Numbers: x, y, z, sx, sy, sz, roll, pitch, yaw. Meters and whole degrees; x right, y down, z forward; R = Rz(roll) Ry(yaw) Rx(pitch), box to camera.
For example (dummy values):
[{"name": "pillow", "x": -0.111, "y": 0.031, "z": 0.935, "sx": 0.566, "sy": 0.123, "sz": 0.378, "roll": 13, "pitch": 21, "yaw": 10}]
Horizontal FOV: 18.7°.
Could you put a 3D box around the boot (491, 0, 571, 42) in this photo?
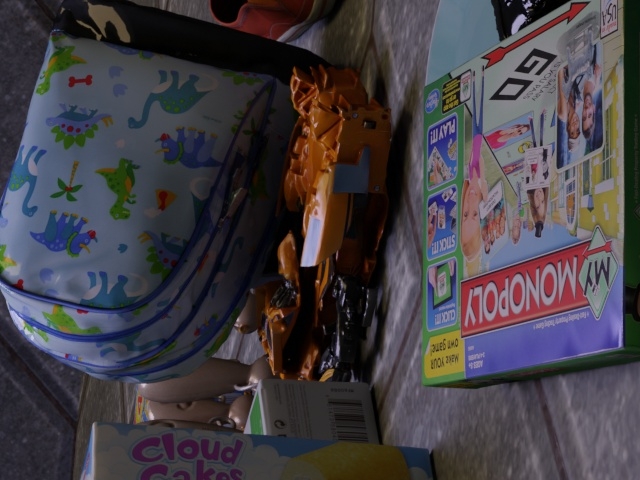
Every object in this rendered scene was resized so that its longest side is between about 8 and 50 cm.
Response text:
[{"name": "boot", "x": 0.142, "y": -0.190, "z": 1.305, "sx": 0.099, "sy": 0.045, "sz": 0.121, "roll": 114, "pitch": 150, "yaw": -59}]

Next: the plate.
[{"name": "plate", "x": 0.115, "y": -0.130, "z": 1.439, "sx": 0.188, "sy": 0.024, "sz": 0.188, "roll": -175, "pitch": 90, "yaw": -77}]

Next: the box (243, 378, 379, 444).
[{"name": "box", "x": -0.008, "y": 0.183, "z": 1.661, "sx": 0.101, "sy": 0.102, "sz": 0.087, "roll": -100, "pitch": 18, "yaw": -44}]

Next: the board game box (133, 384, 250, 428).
[{"name": "board game box", "x": -0.165, "y": 0.311, "z": 2.293, "sx": 0.302, "sy": 0.086, "sz": 0.308, "roll": 172, "pitch": 103, "yaw": -76}]

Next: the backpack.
[{"name": "backpack", "x": -0.171, "y": -0.042, "z": 1.844, "sx": 0.273, "sy": 0.290, "sz": 0.355, "roll": 5, "pitch": -78, "yaw": -78}]

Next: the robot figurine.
[{"name": "robot figurine", "x": 0.000, "y": 0.000, "z": 1.733, "sx": 0.211, "sy": 0.085, "sz": 0.291, "roll": -119, "pitch": 36, "yaw": -69}]

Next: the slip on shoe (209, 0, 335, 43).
[{"name": "slip on shoe", "x": -0.041, "y": -0.281, "z": 1.983, "sx": 0.331, "sy": 0.101, "sz": 0.123, "roll": 146, "pitch": 130, "yaw": -71}]

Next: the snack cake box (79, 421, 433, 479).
[{"name": "snack cake box", "x": -0.056, "y": 0.228, "z": 1.492, "sx": 0.152, "sy": 0.264, "sz": 0.089, "roll": 110, "pitch": 161, "yaw": -45}]

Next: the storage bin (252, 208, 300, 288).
[{"name": "storage bin", "x": -0.062, "y": -0.014, "z": 1.969, "sx": 0.091, "sy": 0.098, "sz": 0.135, "roll": 62, "pitch": -153, "yaw": -67}]

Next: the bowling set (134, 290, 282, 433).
[{"name": "bowling set", "x": -0.109, "y": 0.196, "z": 2.045, "sx": 0.287, "sy": 0.154, "sz": 0.200, "roll": -87, "pitch": -5, "yaw": -52}]

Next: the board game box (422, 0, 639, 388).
[{"name": "board game box", "x": 0.138, "y": -0.023, "z": 1.207, "sx": 0.317, "sy": 0.046, "sz": 0.213, "roll": 155, "pitch": 118, "yaw": -71}]
